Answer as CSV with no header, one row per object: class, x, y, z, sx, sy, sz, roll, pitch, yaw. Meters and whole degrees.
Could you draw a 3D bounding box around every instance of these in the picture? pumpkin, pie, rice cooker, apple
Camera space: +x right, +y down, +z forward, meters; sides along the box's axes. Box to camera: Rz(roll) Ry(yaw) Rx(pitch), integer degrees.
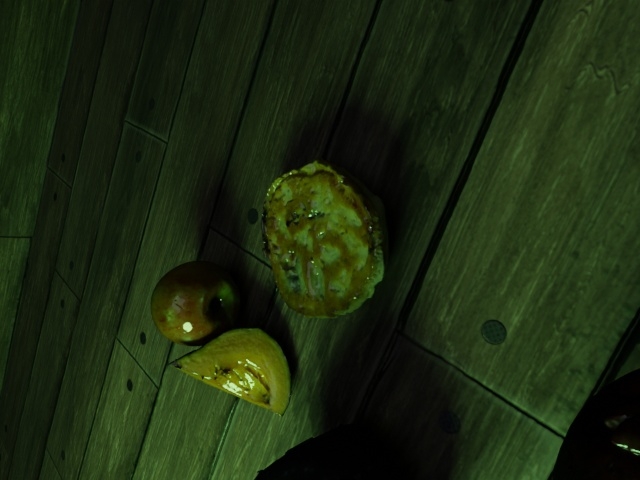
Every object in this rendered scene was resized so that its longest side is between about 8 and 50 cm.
pumpkin,-0.171,0.260,0.879,0.253,0.130,0.149,23,73,2
pie,0.000,0.000,0.774,0.315,0.092,0.316,1,91,42
rice cooker,0.013,0.436,0.639,0.267,0.267,0.225,-46,61,26
apple,-0.282,0.140,0.911,0.195,0.195,0.196,-2,86,37

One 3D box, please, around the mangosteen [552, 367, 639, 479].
mangosteen,0.390,0.271,0.348,0.306,0.307,0.347,-34,96,31
